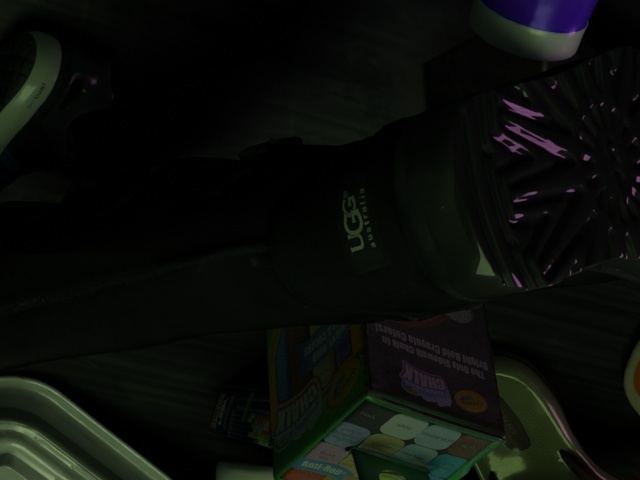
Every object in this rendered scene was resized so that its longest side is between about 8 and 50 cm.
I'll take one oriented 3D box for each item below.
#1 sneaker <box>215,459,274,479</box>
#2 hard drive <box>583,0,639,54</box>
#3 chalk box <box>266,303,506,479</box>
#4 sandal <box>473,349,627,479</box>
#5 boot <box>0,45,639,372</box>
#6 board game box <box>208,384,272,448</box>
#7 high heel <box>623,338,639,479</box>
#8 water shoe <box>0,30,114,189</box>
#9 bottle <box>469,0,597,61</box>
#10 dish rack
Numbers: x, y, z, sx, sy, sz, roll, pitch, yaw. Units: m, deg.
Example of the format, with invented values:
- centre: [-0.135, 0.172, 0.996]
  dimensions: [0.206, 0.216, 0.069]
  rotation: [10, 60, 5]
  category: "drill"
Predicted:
- centre: [-0.028, 0.279, 1.376]
  dimensions: [0.104, 0.147, 0.296]
  rotation: [6, 163, 17]
  category: "sneaker"
- centre: [0.226, -0.178, 0.981]
  dimensions: [0.172, 0.054, 0.254]
  rotation: [-26, 135, 25]
  category: "hard drive"
- centre: [0.047, 0.121, 1.204]
  dimensions: [0.132, 0.213, 0.132]
  rotation: [21, 134, -26]
  category: "chalk box"
- centre: [0.202, 0.229, 1.372]
  dimensions: [0.120, 0.086, 0.303]
  rotation: [-33, 109, 22]
  category: "sandal"
- centre: [-0.001, 0.000, 1.032]
  dimensions: [0.445, 0.146, 0.367]
  rotation: [-16, 172, 37]
  category: "boot"
- centre: [0.010, 0.171, 1.340]
  dimensions: [0.170, 0.048, 0.141]
  rotation: [20, 168, -25]
  category: "board game box"
- centre: [0.335, 0.140, 1.381]
  dimensions: [0.117, 0.082, 0.244]
  rotation: [-29, 130, -26]
  category: "high heel"
- centre: [-0.211, -0.059, 1.082]
  dimensions: [0.080, 0.073, 0.203]
  rotation: [15, 140, -32]
  category: "water shoe"
- centre: [0.150, -0.232, 0.830]
  dimensions: [0.118, 0.092, 0.283]
  rotation: [14, 123, -1]
  category: "bottle"
- centre: [-0.253, 0.284, 1.442]
  dimensions: [0.285, 0.072, 0.333]
  rotation: [-31, 119, 30]
  category: "dish rack"
